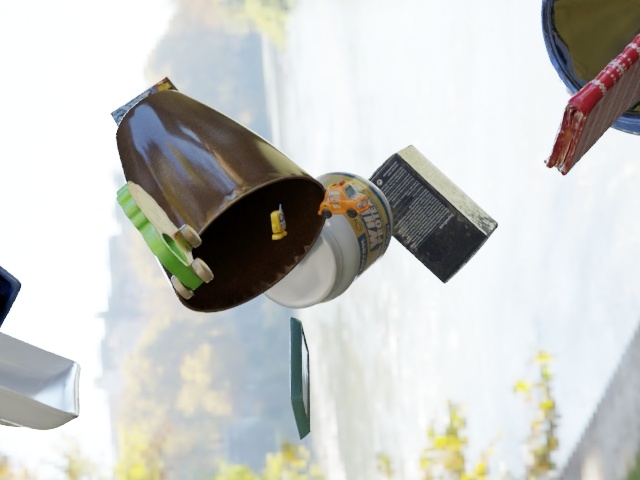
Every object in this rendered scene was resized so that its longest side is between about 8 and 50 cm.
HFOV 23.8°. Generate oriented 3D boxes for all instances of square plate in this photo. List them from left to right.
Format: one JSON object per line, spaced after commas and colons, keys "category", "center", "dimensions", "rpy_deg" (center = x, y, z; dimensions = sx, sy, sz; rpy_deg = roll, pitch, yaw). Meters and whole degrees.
{"category": "square plate", "center": [-0.411, 0.106, 1.528], "dimensions": [0.344, 0.347, 0.049], "rpy_deg": [-153, 84, -80]}

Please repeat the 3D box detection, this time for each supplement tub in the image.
{"category": "supplement tub", "center": [0.000, 0.000, 1.986], "dimensions": [0.200, 0.144, 0.144], "rpy_deg": [-40, -50, -62]}

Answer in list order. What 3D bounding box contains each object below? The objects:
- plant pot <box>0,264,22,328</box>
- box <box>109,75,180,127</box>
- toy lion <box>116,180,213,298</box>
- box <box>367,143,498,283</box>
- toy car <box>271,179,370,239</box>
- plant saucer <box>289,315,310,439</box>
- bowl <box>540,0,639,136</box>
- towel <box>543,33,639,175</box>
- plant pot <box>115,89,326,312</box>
{"category": "plant pot", "center": [-0.589, 0.101, 2.200], "dimensions": [0.236, 0.236, 0.212], "rpy_deg": [-58, -10, 23]}
{"category": "box", "center": [-0.222, -0.167, 1.982], "dimensions": [0.027, 0.094, 0.137], "rpy_deg": [58, 177, -23]}
{"category": "toy lion", "center": [-0.142, -0.007, 1.340], "dimensions": [0.096, 0.034, 0.100], "rpy_deg": [46, -170, -32]}
{"category": "box", "center": [0.174, -0.045, 2.463], "dimensions": [0.207, 0.108, 0.153], "rpy_deg": [44, -164, 5]}
{"category": "toy car", "center": [0.001, -0.037, 1.695], "dimensions": [0.122, 0.060, 0.040], "rpy_deg": [-25, -67, -45]}
{"category": "plant saucer", "center": [-0.026, 0.176, 1.980], "dimensions": [0.192, 0.018, 0.067], "rpy_deg": [-90, -11, -59]}
{"category": "bowl", "center": [0.504, -0.346, 2.227], "dimensions": [0.077, 0.391, 0.391], "rpy_deg": [11, -108, -58]}
{"category": "towel", "center": [0.358, -0.202, 1.706], "dimensions": [0.031, 0.275, 0.199], "rpy_deg": [41, 166, 13]}
{"category": "plant pot", "center": [-0.144, -0.068, 1.822], "dimensions": [0.230, 0.215, 0.215], "rpy_deg": [48, 158, 28]}
